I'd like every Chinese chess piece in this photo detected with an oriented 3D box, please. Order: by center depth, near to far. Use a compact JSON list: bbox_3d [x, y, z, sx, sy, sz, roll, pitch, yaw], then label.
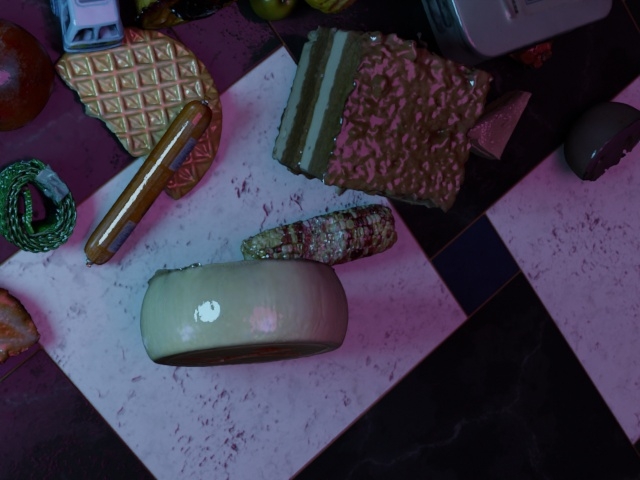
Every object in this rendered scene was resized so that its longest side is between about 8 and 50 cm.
[{"bbox_3d":[-0.123,0.121,1.670,0.338,0.338,0.141,0,78,-23],"label":"Chinese chess piece"}]

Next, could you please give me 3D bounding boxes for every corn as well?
[{"bbox_3d":[0.000,0.000,1.835,0.289,0.098,0.098,-12,101,-21],"label":"corn"}]

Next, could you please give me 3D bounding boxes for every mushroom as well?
[{"bbox_3d":[0.555,-0.208,2.032,0.188,0.141,0.117,-29,73,-22],"label":"mushroom"}]

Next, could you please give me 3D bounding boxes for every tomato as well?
[{"bbox_3d":[-0.505,-0.259,1.586,0.189,0.099,0.173,29,87,-22],"label":"tomato"}]

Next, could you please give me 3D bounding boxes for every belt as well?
[{"bbox_3d":[-0.463,-0.057,1.648,0.121,0.079,0.151,-22,116,-29],"label":"belt"}]

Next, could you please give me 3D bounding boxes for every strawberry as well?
[{"bbox_3d":[-0.538,0.128,1.636,0.187,0.082,0.147,18,95,-30],"label":"strawberry"}]

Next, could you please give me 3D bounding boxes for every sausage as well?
[{"bbox_3d":[-0.283,-0.094,1.691,0.053,0.053,0.348,34,98,-23],"label":"sausage"}]

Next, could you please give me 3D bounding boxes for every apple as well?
[{"bbox_3d":[-0.078,-0.419,1.758,0.089,0.074,0.090,-19,125,-30],"label":"apple"}]

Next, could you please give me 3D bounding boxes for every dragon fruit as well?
[{"bbox_3d":[0.390,-0.383,1.957,0.086,0.081,0.116,-42,87,-13],"label":"dragon fruit"}]

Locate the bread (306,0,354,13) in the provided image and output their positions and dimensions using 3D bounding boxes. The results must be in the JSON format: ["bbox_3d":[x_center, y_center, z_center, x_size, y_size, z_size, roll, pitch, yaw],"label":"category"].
[{"bbox_3d":[0.014,-0.503,1.720,0.240,0.139,0.240,24,61,-54],"label":"bread"}]

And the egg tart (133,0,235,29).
[{"bbox_3d":[-0.218,-0.433,1.640,0.215,0.215,0.171,-23,90,-19],"label":"egg tart"}]

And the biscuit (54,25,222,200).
[{"bbox_3d":[-0.274,-0.235,1.718,0.204,0.040,0.309,-45,111,-12],"label":"biscuit"}]

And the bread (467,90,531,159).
[{"bbox_3d":[0.316,-0.236,1.946,0.105,0.077,0.152,28,85,-24],"label":"bread"}]

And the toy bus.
[{"bbox_3d":[-0.375,-0.462,1.588,0.109,0.136,0.330,-12,96,-19],"label":"toy bus"}]

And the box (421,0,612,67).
[{"bbox_3d":[0.324,-0.536,1.839,0.396,0.111,0.396,-22,96,-32],"label":"box"}]

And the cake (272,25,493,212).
[{"bbox_3d":[0.093,-0.202,1.741,0.255,0.290,0.282,15,92,-22],"label":"cake"}]
